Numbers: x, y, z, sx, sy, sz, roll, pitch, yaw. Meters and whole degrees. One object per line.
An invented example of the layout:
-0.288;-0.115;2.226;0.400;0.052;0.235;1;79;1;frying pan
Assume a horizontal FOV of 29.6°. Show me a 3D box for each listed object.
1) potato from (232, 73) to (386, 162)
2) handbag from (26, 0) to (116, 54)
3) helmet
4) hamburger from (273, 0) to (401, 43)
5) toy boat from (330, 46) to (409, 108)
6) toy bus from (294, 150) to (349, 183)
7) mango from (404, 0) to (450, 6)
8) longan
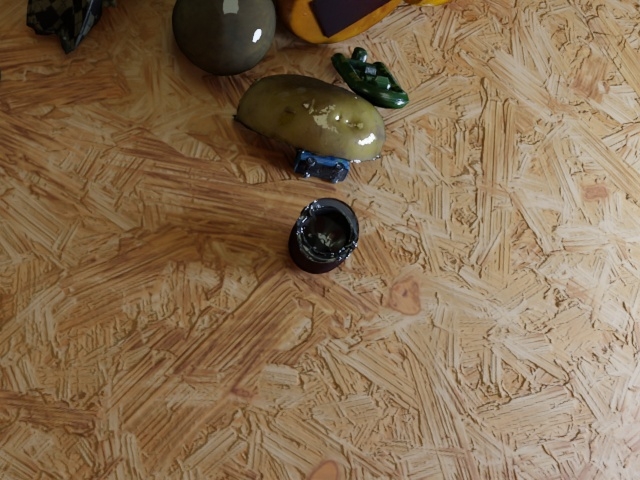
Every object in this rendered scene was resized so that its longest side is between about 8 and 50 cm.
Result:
-0.008;-0.192;1.885;0.243;0.098;0.138;11;20;-11;potato
-0.304;-0.508;1.907;0.180;0.317;0.416;30;49;3;handbag
0.000;0.000;1.813;0.098;0.070;0.123;35;47;-1;helmet
0.013;-0.484;2.009;0.291;0.291;0.225;-17;64;-27;hamburger
0.084;-0.260;1.984;0.104;0.052;0.210;12;24;-21;toy boat
0.002;-0.122;1.913;0.083;0.038;0.046;10;53;-13;toy bus
0.216;-0.512;2.187;0.153;0.126;0.252;27;46;9;mango
-0.155;-0.354;1.944;0.167;0.167;0.187;4;36;-16;longan
